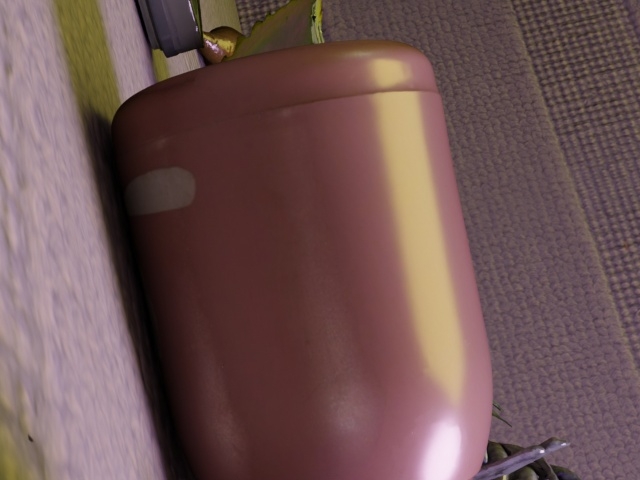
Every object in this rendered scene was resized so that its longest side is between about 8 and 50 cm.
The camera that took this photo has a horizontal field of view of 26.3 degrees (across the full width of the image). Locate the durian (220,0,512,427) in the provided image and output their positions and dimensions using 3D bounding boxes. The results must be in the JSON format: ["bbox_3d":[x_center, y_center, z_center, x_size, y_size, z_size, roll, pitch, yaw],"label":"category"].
[{"bbox_3d":[0.000,0.000,1.018,0.169,0.158,0.352,140,-68,-71],"label":"durian"}]

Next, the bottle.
[{"bbox_3d":[-0.006,0.059,0.692,0.206,0.173,0.297,-6,85,-72],"label":"bottle"}]

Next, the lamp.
[{"bbox_3d":[-0.143,-0.311,1.064,0.269,0.047,0.266,-103,180,-56],"label":"lamp"}]

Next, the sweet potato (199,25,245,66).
[{"bbox_3d":[-0.116,-0.218,1.692,0.249,0.059,0.069,89,8,-75],"label":"sweet potato"}]

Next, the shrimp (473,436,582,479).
[{"bbox_3d":[0.070,0.153,0.848,0.410,0.166,0.221,31,-30,18],"label":"shrimp"}]
